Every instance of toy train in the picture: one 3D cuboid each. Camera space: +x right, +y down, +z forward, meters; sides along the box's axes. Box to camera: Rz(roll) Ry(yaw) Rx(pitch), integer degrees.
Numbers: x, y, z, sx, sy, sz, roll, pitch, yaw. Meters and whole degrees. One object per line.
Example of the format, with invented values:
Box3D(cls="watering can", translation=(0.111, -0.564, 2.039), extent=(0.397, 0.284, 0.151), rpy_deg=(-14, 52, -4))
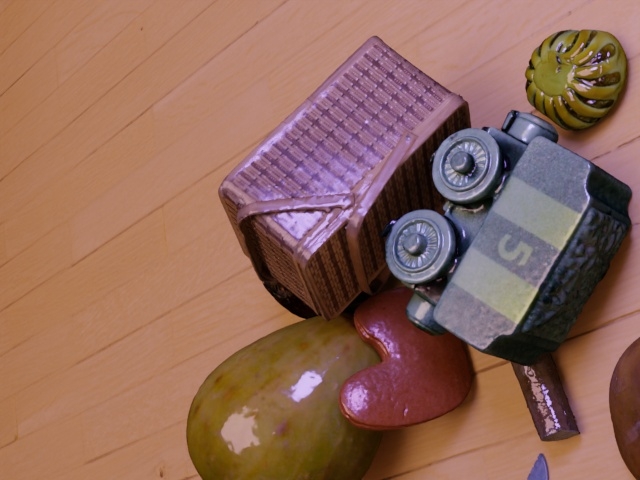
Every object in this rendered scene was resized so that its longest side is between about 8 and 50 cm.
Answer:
Box3D(cls="toy train", translation=(0.223, -0.002, 1.539), extent=(0.238, 0.167, 0.299), rpy_deg=(33, 99, 37))

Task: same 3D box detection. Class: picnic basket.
Box3D(cls="picnic basket", translation=(0.043, -0.066, 1.647), extent=(0.175, 0.228, 0.313), rpy_deg=(40, 77, 22))

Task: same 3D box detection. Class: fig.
Box3D(cls="fig", translation=(-0.027, 0.241, 1.785), extent=(0.326, 0.258, 0.258), rpy_deg=(-47, 49, 13))

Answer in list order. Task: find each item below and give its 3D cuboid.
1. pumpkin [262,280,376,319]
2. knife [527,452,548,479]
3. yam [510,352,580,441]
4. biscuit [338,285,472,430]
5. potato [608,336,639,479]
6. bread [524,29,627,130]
Box3D(cls="pumpkin", translation=(-0.002, 0.000, 1.857), extent=(0.238, 0.159, 0.238), rpy_deg=(-8, 80, 50))
Box3D(cls="knife", translation=(0.237, 0.417, 1.618), extent=(0.044, 0.019, 0.313), rpy_deg=(31, 106, 51))
Box3D(cls="yam", translation=(0.275, 0.185, 1.576), extent=(0.054, 0.054, 0.132), rpy_deg=(-41, 55, 40))
Box3D(cls="biscuit", translation=(0.102, 0.154, 1.694), extent=(0.036, 0.186, 0.192), rpy_deg=(107, 150, -62))
Box3D(cls="potato", translation=(0.408, 0.197, 1.369), extent=(0.299, 0.116, 0.239), rpy_deg=(9, 96, 53))
Box3D(cls="bread", translation=(0.310, -0.203, 1.576), extent=(0.139, 0.071, 0.130), rpy_deg=(38, 118, 47))
